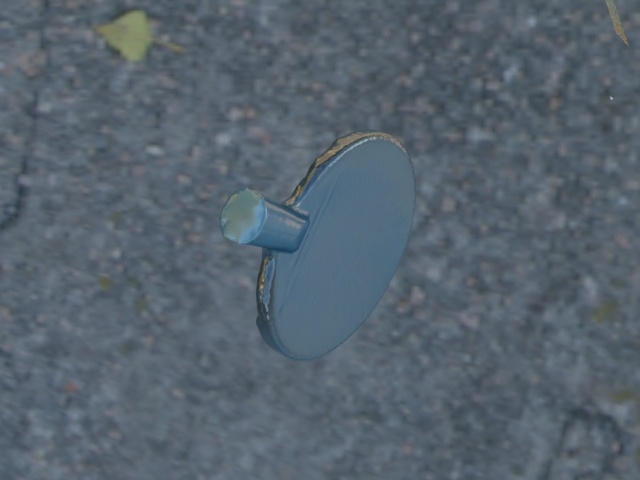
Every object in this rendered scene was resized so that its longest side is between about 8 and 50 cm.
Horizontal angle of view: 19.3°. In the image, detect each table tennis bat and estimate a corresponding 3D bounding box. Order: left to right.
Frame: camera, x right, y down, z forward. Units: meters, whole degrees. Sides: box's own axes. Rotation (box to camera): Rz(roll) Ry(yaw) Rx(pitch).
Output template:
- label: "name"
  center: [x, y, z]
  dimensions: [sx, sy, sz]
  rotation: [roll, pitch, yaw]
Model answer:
- label: "table tennis bat"
  center: [0.000, 0.000, 1.611]
  dimensions: [0.215, 0.044, 0.329]
  rotation: [-66, 156, 3]

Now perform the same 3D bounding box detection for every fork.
- label: "fork"
  center: [0.138, -0.143, 0.977]
  dimensions: [0.039, 0.235, 0.021]
  rotation: [42, 113, -16]

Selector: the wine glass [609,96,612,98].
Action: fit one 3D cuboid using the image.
- label: "wine glass"
  center: [0.275, 0.031, 0.917]
  dimensions: [0.309, 0.096, 0.264]
  rotation: [49, 39, 9]
